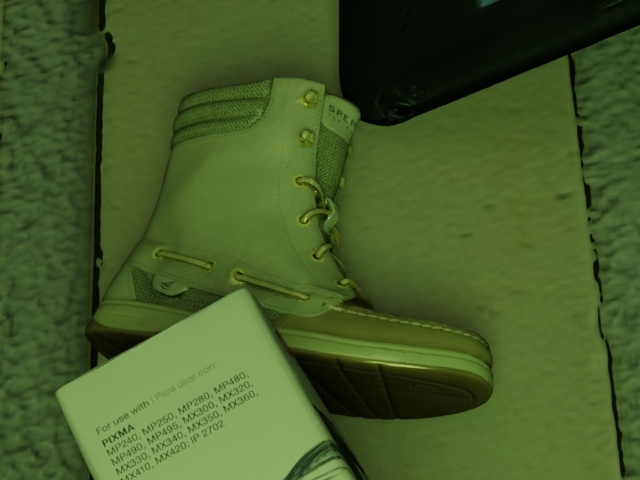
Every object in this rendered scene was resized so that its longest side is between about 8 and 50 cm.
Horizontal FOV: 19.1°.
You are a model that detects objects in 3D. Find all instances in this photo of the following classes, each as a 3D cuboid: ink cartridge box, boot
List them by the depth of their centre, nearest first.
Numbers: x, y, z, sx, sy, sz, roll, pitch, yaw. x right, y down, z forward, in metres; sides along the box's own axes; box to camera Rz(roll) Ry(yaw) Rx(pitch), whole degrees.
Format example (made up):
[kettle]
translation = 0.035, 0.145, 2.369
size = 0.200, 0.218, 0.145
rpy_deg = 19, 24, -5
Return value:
[ink cartridge box]
translation = -0.003, 0.162, 0.822
size = 0.100, 0.172, 0.237
rpy_deg = -30, 58, -2
[boot]
translation = 0.000, 0.000, 0.968
size = 0.213, 0.077, 0.165
rpy_deg = 7, 63, 23

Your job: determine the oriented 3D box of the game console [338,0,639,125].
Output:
[game console]
translation = 0.147, -0.264, 0.953
size = 0.386, 0.060, 0.342
rpy_deg = -20, 58, 45
